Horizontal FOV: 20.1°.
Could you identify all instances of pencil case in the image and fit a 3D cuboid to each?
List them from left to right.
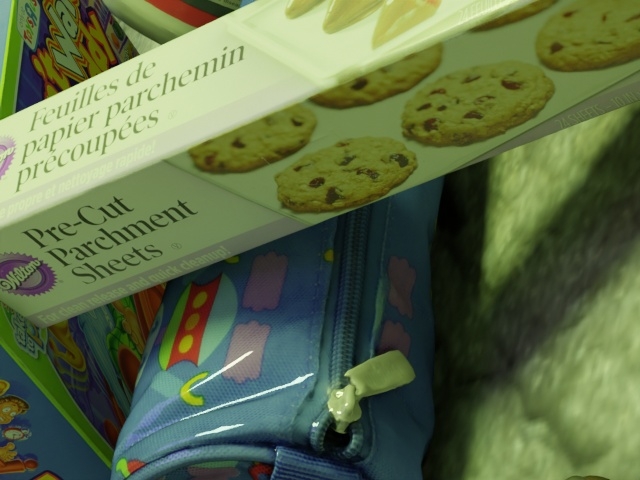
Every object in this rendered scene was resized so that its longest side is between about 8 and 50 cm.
[{"bbox_3d":[0.000,0.000,0.751,0.133,0.119,0.306,-44,29,49],"label":"pencil case"}]

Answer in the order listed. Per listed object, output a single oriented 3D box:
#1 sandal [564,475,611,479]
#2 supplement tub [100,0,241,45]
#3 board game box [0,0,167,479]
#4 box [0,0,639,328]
[{"bbox_3d":[0.030,0.164,0.548,0.219,0.060,0.090,-60,18,27],"label":"sandal"},{"bbox_3d":[-0.021,-0.249,1.016,0.272,0.191,0.191,-57,19,36],"label":"supplement tub"},{"bbox_3d":[-0.126,0.013,0.906,0.078,0.233,0.347,-24,36,14],"label":"board game box"},{"bbox_3d":[0.002,-0.051,0.648,0.324,0.067,0.063,-20,46,29],"label":"box"}]
